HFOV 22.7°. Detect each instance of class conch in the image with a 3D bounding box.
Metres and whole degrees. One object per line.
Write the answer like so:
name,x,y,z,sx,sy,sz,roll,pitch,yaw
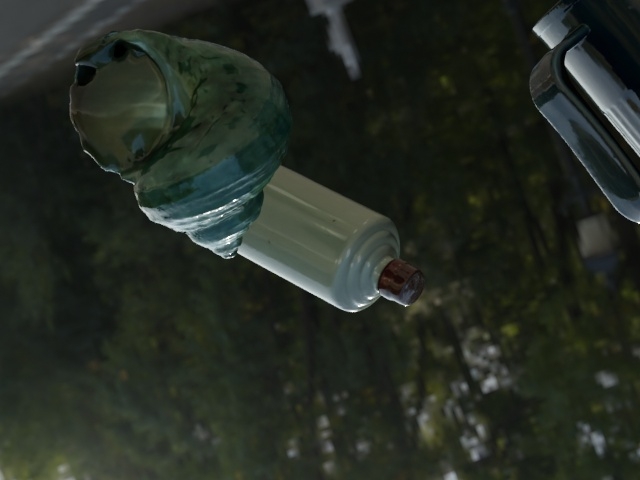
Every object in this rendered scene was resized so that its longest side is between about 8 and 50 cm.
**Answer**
conch,-0.114,-0.086,1.415,0.196,0.202,0.134,-13,168,33

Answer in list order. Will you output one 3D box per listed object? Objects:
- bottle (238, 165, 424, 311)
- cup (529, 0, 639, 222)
bottle,0.000,0.000,1.603,0.245,0.104,0.104,27,-142,34
cup,0.410,-0.192,1.766,0.242,0.292,0.308,-39,178,30
